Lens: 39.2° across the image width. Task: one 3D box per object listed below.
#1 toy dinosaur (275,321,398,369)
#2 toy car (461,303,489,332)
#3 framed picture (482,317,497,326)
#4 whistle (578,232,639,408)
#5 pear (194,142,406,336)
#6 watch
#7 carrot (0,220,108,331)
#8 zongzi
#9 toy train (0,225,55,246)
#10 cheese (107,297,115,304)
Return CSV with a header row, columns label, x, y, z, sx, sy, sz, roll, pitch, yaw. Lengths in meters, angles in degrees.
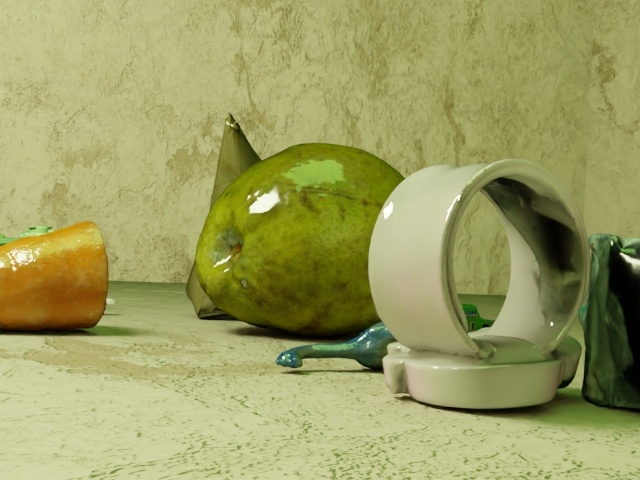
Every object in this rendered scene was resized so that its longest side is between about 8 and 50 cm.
label,x,y,z,sx,sy,sz,roll,pitch,yaw
toy dinosaur,0.055,0.122,1.096,0.188,0.075,0.247,-4,4,6
toy car,0.219,0.135,1.488,0.071,0.063,0.165,2,-2,38
framed picture,0.213,0.164,1.866,0.293,0.018,0.231,2,-1,32
whistle,0.347,0.080,0.839,0.188,0.168,0.405,4,-1,12
pear,0.000,0.000,1.477,0.413,0.352,0.352,-8,7,-41
watch,0.160,0.038,0.889,0.244,0.231,0.196,-4,0,-36
carrot,-0.430,0.061,1.277,0.225,0.159,0.159,-6,4,-32
zongzi,-0.024,-0.026,1.748,0.447,0.418,0.181,1,21,-29
toy train,-0.588,0.054,1.707,0.271,0.159,0.188,3,9,-18
cheese,-0.493,0.106,1.596,0.255,0.050,0.127,5,-2,-29
